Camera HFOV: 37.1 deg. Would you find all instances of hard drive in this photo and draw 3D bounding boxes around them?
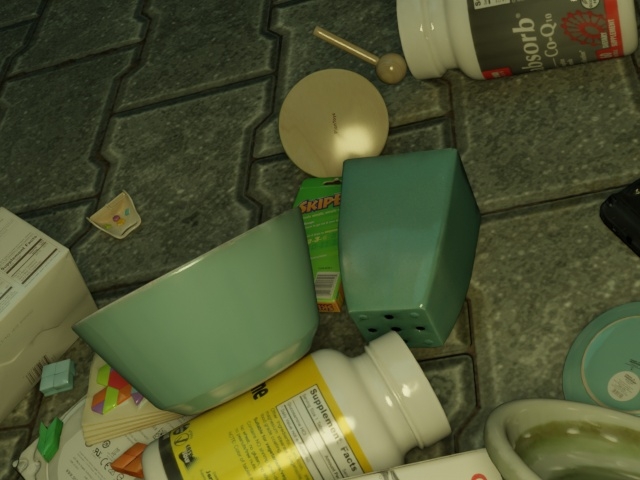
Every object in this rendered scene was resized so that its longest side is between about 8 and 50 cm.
[{"bbox_3d":[-0.229,0.257,1.307,0.339,0.064,0.237,-42,45,-19],"label":"hard drive"}]

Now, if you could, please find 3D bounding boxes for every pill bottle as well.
[{"bbox_3d":[-0.024,0.246,1.128,0.334,0.188,0.188,-28,42,-4],"label":"pill bottle"},{"bbox_3d":[0.323,-0.378,1.567,0.363,0.210,0.210,-7,45,20],"label":"pill bottle"}]

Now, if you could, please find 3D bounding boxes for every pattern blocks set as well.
[{"bbox_3d":[-0.241,0.194,1.308,0.325,0.026,0.285,-24,42,2],"label":"pattern blocks set"}]

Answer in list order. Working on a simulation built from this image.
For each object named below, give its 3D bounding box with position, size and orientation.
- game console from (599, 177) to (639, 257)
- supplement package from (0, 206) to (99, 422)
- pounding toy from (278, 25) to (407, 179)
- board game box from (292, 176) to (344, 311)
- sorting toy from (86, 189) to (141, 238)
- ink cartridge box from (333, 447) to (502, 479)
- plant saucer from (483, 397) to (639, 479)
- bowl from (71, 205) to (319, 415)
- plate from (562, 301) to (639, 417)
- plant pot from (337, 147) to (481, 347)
[{"bbox_3d":[0.504,0.026,1.207,0.213,0.044,0.361,-28,43,-5],"label":"game console"},{"bbox_3d":[-0.491,0.124,1.434,0.145,0.204,0.262,30,63,20],"label":"supplement package"},{"bbox_3d":[0.034,-0.217,1.608,0.183,0.110,0.236,20,94,4],"label":"pounding toy"},{"bbox_3d":[0.000,0.000,1.473,0.124,0.039,0.259,-1,50,23],"label":"board game box"},{"bbox_3d":[-0.352,-0.036,1.672,0.083,0.045,0.075,-40,52,-16],"label":"sorting toy"},{"bbox_3d":[0.063,0.342,0.953,0.283,0.117,0.207,-11,69,-4],"label":"ink cartridge box"},{"bbox_3d":[0.330,0.275,0.879,0.400,0.400,0.100,28,104,41],"label":"plant saucer"},{"bbox_3d":[-0.125,0.100,1.159,0.312,0.163,0.311,-27,0,0],"label":"bowl"},{"bbox_3d":[0.372,0.149,1.125,0.188,0.024,0.188,-21,47,24],"label":"plate"},{"bbox_3d":[0.118,0.022,1.310,0.166,0.165,0.234,-5,54,21],"label":"plant pot"}]
